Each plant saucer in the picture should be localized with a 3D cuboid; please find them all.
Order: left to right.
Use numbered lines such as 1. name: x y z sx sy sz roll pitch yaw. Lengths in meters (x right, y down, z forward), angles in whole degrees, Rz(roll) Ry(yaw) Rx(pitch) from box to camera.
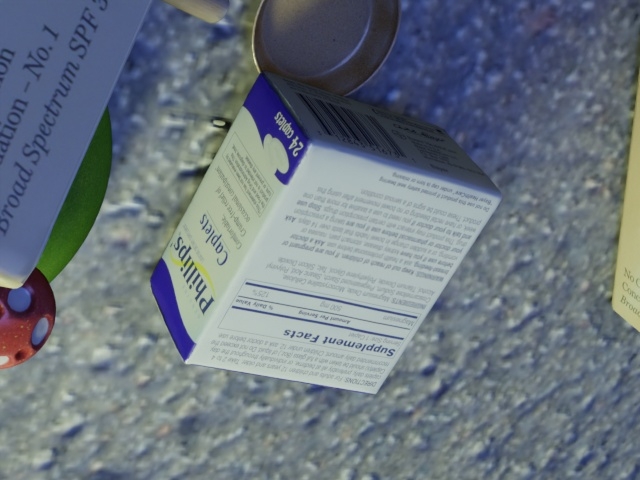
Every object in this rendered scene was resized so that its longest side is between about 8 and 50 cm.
1. plant saucer: 0.001 -0.109 0.711 0.083 0.015 0.083 -15 125 -22

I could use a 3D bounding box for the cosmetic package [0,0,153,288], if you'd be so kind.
1. cosmetic package: -0.205 -0.117 0.404 0.309 0.113 0.160 24 82 -24

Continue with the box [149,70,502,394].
1. box: 0.000 0.000 0.729 0.126 0.072 0.137 14 117 -36

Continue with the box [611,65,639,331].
1. box: 0.268 -0.071 0.811 0.121 0.148 0.311 -15 123 -22

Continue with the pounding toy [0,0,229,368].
1. pounding toy: -0.146 -0.036 0.606 0.183 0.110 0.237 30 100 -40
